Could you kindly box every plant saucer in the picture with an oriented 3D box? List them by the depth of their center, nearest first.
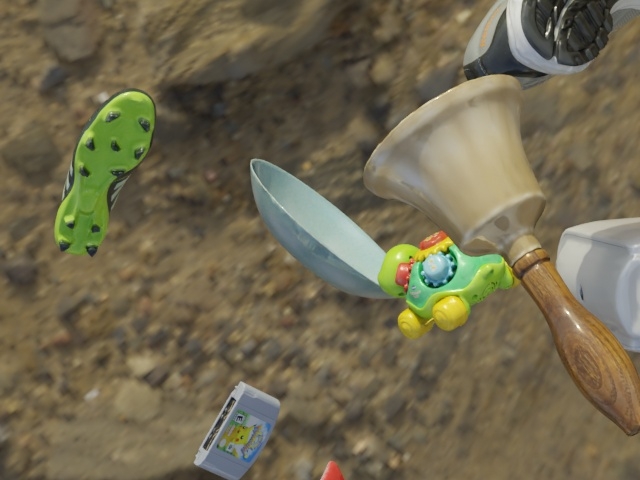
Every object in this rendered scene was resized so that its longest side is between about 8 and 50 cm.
[{"bbox_3d":[0.000,0.000,1.820,0.195,0.195,0.037,41,102,4],"label":"plant saucer"}]

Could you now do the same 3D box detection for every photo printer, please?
[{"bbox_3d":[0.349,0.034,1.724,0.256,0.307,0.107,-2,93,-4],"label":"photo printer"}]

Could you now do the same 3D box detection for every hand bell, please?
[{"bbox_3d":[0.141,0.024,1.278,0.126,0.126,0.242,-41,67,24],"label":"hand bell"}]

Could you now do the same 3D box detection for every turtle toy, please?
[{"bbox_3d":[0.094,0.028,1.540,0.130,0.095,0.066,-17,103,57],"label":"turtle toy"}]

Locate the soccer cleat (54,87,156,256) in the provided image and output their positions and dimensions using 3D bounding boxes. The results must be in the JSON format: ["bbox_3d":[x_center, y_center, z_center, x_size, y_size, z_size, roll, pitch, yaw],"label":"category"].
[{"bbox_3d":[-0.186,-0.066,1.650,0.060,0.072,0.179,15,127,-18],"label":"soccer cleat"}]

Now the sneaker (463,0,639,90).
[{"bbox_3d":[0.201,-0.198,1.574,0.108,0.271,0.100,-29,96,44],"label":"sneaker"}]

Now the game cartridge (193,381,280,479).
[{"bbox_3d":[-0.071,0.169,1.718,0.017,0.056,0.083,30,90,46],"label":"game cartridge"}]

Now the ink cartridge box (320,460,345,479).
[{"bbox_3d":[0.046,0.269,0.854,0.066,0.296,0.261,-15,108,20],"label":"ink cartridge box"}]
